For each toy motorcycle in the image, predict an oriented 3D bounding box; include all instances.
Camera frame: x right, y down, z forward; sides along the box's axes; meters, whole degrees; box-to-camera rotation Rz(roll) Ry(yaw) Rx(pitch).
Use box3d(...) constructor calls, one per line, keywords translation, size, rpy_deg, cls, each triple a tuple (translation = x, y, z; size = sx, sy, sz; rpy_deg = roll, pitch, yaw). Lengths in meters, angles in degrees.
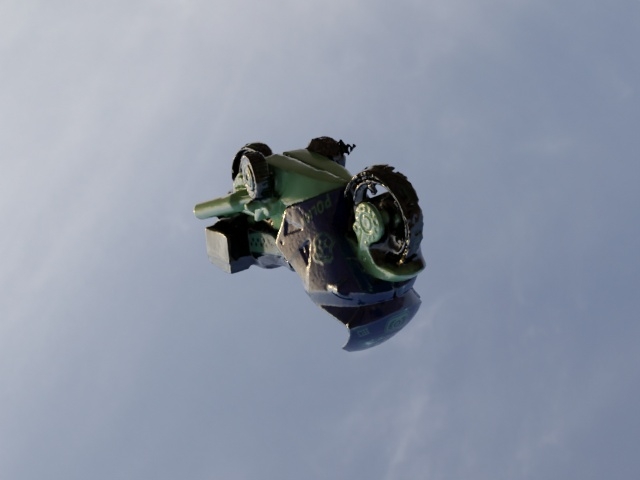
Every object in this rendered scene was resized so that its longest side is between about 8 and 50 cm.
box3d(translation=(0.000, 0.000, 1.065), size=(0.125, 0.196, 0.331), rpy_deg=(-17, -160, -31), cls="toy motorcycle")
